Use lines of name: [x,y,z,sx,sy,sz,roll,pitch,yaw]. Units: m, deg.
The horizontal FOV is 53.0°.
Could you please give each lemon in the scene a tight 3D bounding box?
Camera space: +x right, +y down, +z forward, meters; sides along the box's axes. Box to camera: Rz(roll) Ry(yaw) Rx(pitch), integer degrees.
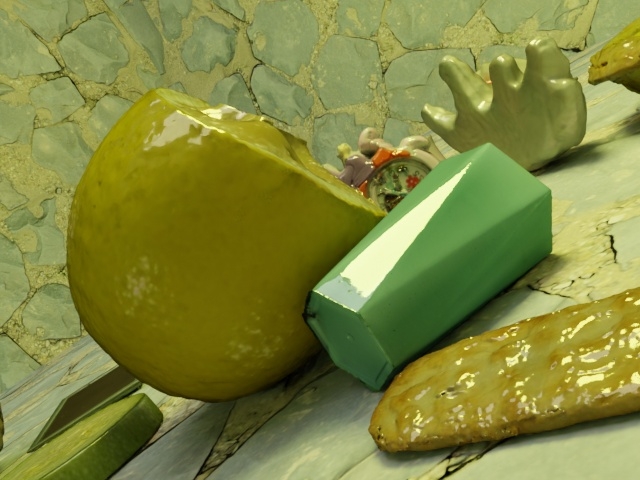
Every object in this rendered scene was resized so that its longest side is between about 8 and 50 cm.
lemon: [-0.120,0.024,0.736,0.364,0.364,0.364,-30,8,5]

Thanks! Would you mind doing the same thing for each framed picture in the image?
framed picture: [-0.434,0.301,1.263,0.232,0.019,0.296,-32,9,-6]

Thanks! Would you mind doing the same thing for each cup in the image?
cup: [0.099,0.021,0.611,0.236,0.148,0.134,-35,-23,-29]

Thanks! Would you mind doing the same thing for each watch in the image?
watch: [0.102,-0.084,1.088,0.244,0.196,0.231,-36,1,11]

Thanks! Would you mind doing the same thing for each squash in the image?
squash: [-0.333,0.289,0.857,0.252,0.048,0.252,-31,7,4]

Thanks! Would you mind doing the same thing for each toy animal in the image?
toy animal: [0.325,-0.232,0.999,0.188,0.266,0.307,-22,-28,-17]

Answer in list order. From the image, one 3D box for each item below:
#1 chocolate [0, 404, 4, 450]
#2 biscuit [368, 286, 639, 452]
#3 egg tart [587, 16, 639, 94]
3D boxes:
chocolate: [-0.672,0.355,1.106,0.303,0.213,0.303,-34,11,7]
biscuit: [0.135,0.089,0.436,0.247,0.029,0.118,-26,10,35]
egg tart: [0.528,-0.278,0.856,0.345,0.132,0.345,-30,8,4]
